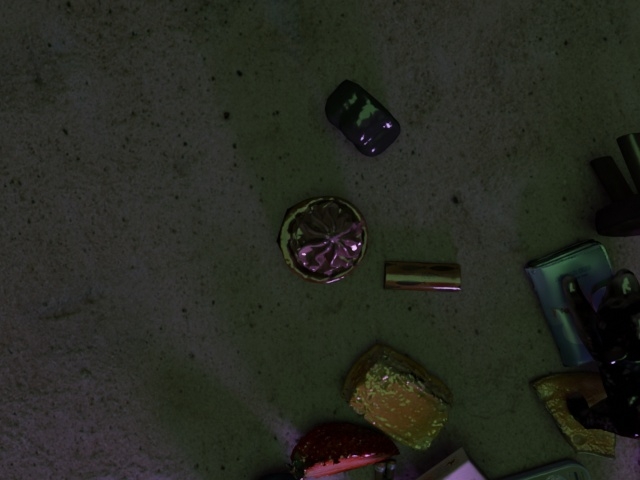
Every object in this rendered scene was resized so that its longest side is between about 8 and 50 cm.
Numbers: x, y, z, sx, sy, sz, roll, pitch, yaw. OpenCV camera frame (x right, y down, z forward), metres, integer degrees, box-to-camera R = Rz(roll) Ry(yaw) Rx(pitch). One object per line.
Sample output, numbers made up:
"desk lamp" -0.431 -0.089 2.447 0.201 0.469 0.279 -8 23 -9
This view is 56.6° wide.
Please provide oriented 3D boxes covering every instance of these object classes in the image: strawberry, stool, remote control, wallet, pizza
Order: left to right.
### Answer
"strawberry" 0.039 0.456 1.322 0.235 0.175 0.107 3 59 -33
"remote control" 0.498 0.570 1.368 0.244 0.047 0.087 -16 97 0
"pizza" 0.573 0.387 1.347 0.203 0.081 0.188 6 71 9
"wallet" 0.582 0.138 1.328 0.176 0.075 0.251 -23 95 5
"stool" 0.700 -0.115 1.227 0.271 0.272 0.179 -6 79 0

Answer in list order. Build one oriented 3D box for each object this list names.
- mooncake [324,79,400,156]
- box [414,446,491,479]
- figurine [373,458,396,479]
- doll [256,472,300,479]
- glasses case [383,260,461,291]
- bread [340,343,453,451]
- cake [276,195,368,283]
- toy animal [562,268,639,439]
"mooncake" 0.086 -0.262 1.276 0.104 0.168 0.175 -48 61 15
"box" 0.333 0.634 1.313 0.204 0.051 0.365 -38 110 6
"figurine" 0.152 0.601 1.344 0.147 0.093 0.197 2 94 -20
"doll" -0.086 0.648 1.320 0.228 0.154 0.259 -10 103 -33
"glasses case" 0.228 0.082 1.336 0.169 0.041 0.065 3 93 0
"bread" 0.174 0.351 1.314 0.245 0.121 0.174 34 101 -7
"cake" 0.000 0.000 1.264 0.207 0.178 0.185 -11 95 3
"toy animal" 0.616 0.230 1.150 0.194 0.303 0.345 -11 98 -2
